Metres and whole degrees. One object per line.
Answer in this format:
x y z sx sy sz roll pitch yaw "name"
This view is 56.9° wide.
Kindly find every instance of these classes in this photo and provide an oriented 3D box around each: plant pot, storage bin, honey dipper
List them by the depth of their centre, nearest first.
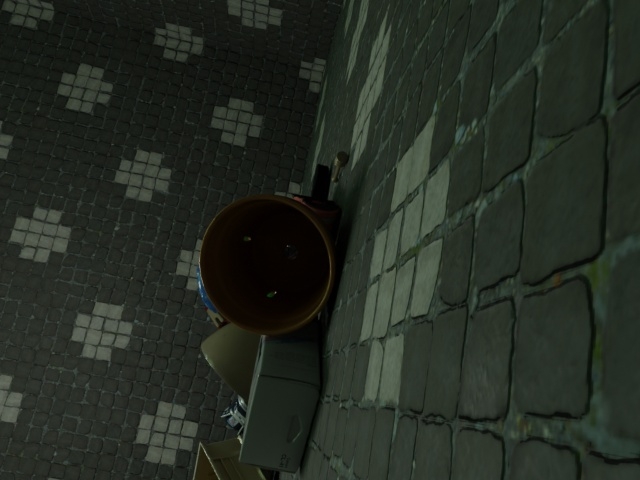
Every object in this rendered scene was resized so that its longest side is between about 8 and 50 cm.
-0.090 0.038 1.292 0.203 0.290 0.291 -32 -44 -74 "plant pot"
0.045 -0.184 1.531 0.161 0.030 0.031 110 170 -72 "honey dipper"
-0.245 0.725 1.612 0.260 0.123 0.262 42 126 47 "storage bin"
-0.171 0.321 1.685 0.191 0.284 0.284 -46 5 -2 "plant pot"

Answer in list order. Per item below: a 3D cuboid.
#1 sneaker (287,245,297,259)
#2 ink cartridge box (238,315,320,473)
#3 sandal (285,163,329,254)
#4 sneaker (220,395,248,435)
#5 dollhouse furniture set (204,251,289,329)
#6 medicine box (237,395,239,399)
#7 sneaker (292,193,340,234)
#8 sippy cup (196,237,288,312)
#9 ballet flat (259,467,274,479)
-0.063 0.066 1.551 0.105 0.115 0.281 -52 21 20 "sneaker"
-0.083 0.305 1.287 0.306 0.131 0.226 -89 11 -70 "ink cartridge box"
-0.051 -0.048 1.823 0.168 0.107 0.446 107 172 -53 "sandal"
-0.228 0.509 1.749 0.153 0.099 0.282 -42 -8 -2 "sneaker"
-0.234 0.142 1.923 0.374 0.152 0.201 -30 -11 -34 "dollhouse furniture set"
-0.185 0.397 2.078 0.263 0.149 0.289 108 172 -50 "medicine box"
-0.027 -0.041 1.522 0.314 0.115 0.136 -114 34 -81 "sneaker"
-0.213 0.100 1.646 0.240 0.224 0.306 -78 -27 -70 "sippy cup"
-0.170 0.683 1.686 0.091 0.077 0.241 -102 25 -82 "ballet flat"
